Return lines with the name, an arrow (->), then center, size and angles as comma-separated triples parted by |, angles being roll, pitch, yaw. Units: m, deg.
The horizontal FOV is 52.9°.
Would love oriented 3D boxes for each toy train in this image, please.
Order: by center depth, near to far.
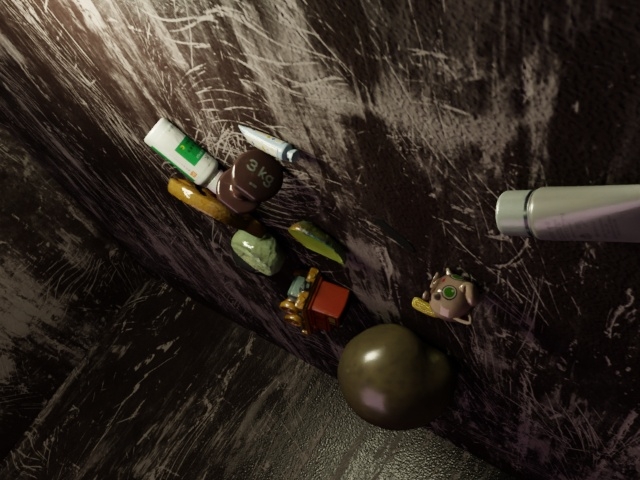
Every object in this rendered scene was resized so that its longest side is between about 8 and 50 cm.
toy train -> -0.010, 0.229, 2.297 | 0.232, 0.163, 0.369 | 20, 158, 13

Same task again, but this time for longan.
longan -> 0.252, 0.465, 2.180 | 0.404, 0.336, 0.404 | 5, 127, 6

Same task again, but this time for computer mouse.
computer mouse -> -0.270, 0.083, 2.483 | 0.217, 0.073, 0.122 | 20, 156, 32

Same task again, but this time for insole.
insole -> 0.187, -0.014, 1.623 | 0.135, 0.002, 0.045 | 39, 159, -15

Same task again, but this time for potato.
potato -> 0.000, 0.000, 1.887 | 0.198, 0.054, 0.119 | 30, 160, -2

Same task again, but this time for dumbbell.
dumbbell -> -0.194, -0.152, 1.724 | 0.140, 0.124, 0.225 | 39, 160, -13

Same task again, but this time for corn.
corn -> 0.311, 0.198, 1.879 | 0.092, 0.037, 0.037 | 23, 158, 19

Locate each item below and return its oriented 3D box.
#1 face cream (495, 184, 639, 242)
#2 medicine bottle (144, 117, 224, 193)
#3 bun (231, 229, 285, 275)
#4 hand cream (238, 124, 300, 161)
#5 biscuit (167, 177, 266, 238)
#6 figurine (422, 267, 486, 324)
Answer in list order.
face cream -> 0.443, -0.041, 1.039 | 0.314, 0.089, 0.143 | 5, 145, 41
medicine bottle -> -0.382, -0.239, 1.866 | 0.260, 0.095, 0.095 | 41, 160, -16
bun -> -0.202, 0.028, 2.177 | 0.195, 0.118, 0.195 | 36, 164, 12
hand cream -> -0.125, -0.231, 1.548 | 0.171, 0.043, 0.065 | 26, 163, 27
biscuit -> -0.304, -0.103, 1.975 | 0.314, 0.063, 0.367 | 28, -179, 7
figurine -> 0.328, 0.140, 1.588 | 0.138, 0.125, 0.125 | 22, 158, 23
